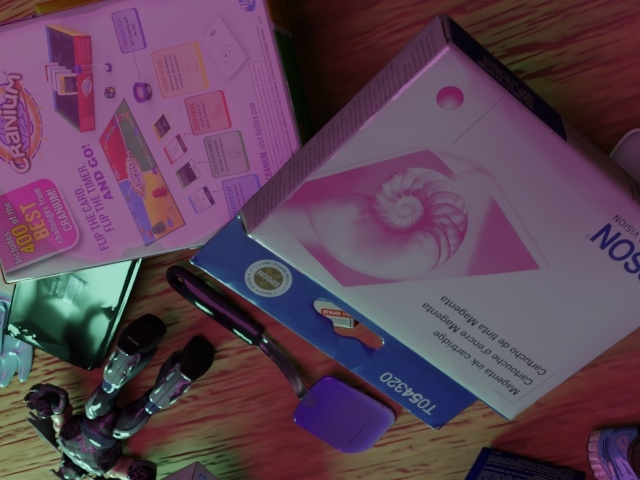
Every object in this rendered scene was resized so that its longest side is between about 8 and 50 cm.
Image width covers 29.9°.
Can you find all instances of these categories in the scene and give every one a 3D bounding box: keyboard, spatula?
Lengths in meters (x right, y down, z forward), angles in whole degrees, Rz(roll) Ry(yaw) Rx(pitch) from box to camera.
[{"bbox_3d":[-0.301,0.027,1.298,0.201,0.033,0.317,26,141,-4],"label":"keyboard"},{"bbox_3d":[-0.054,0.126,1.305,0.296,0.030,0.084,40,119,7],"label":"spatula"}]

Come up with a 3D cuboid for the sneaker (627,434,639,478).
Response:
[{"bbox_3d":[0.375,0.241,1.110,0.188,0.071,0.066,27,85,0],"label":"sneaker"}]

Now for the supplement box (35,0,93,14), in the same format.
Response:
[{"bbox_3d":[-0.150,-0.164,1.200,0.191,0.129,0.194,-6,104,24],"label":"supplement box"}]

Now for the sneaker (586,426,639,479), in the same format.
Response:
[{"bbox_3d":[0.320,0.255,1.167,0.073,0.063,0.162,-23,96,24],"label":"sneaker"}]

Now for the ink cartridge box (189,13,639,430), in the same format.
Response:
[{"bbox_3d":[0.107,0.022,1.043,0.324,0.071,0.330,35,118,-22],"label":"ink cartridge box"}]

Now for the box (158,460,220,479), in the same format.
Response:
[{"bbox_3d":[-0.133,0.344,1.365,0.145,0.038,0.186,-31,117,28],"label":"box"}]

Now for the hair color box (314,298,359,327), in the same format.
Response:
[{"bbox_3d":[0.000,0.000,1.230,0.093,0.053,0.167,5,107,22],"label":"hair color box"}]

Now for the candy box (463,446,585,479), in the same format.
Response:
[{"bbox_3d":[0.156,0.390,1.135,0.122,0.317,0.268,10,110,20],"label":"candy box"}]

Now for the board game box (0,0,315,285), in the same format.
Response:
[{"bbox_3d":[-0.170,-0.106,1.099,0.316,0.064,0.242,-10,102,13],"label":"board game box"}]

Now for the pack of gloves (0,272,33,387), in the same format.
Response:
[{"bbox_3d":[-0.421,0.059,1.447,0.195,0.046,0.232,20,114,2],"label":"pack of gloves"}]

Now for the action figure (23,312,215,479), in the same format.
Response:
[{"bbox_3d":[-0.242,0.203,1.373,0.185,0.099,0.285,34,123,-9],"label":"action figure"}]

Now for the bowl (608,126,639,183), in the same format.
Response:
[{"bbox_3d":[0.316,-0.025,1.086,0.142,0.053,0.142,30,116,13],"label":"bowl"}]
